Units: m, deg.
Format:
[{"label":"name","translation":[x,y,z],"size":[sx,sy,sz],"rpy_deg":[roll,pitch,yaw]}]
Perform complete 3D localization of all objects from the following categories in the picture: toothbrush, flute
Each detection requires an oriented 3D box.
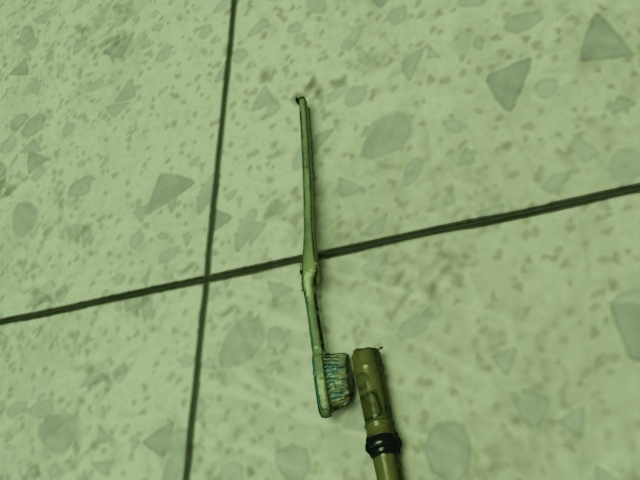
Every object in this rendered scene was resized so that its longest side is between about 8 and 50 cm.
[{"label":"toothbrush","translation":[-0.006,0.001,0.721],"size":[0.028,0.026,0.294],"rpy_deg":[-13,59,7]},{"label":"flute","translation":[0.049,0.176,0.596],"size":[0.027,0.027,0.233],"rpy_deg":[-24,56,21]}]
